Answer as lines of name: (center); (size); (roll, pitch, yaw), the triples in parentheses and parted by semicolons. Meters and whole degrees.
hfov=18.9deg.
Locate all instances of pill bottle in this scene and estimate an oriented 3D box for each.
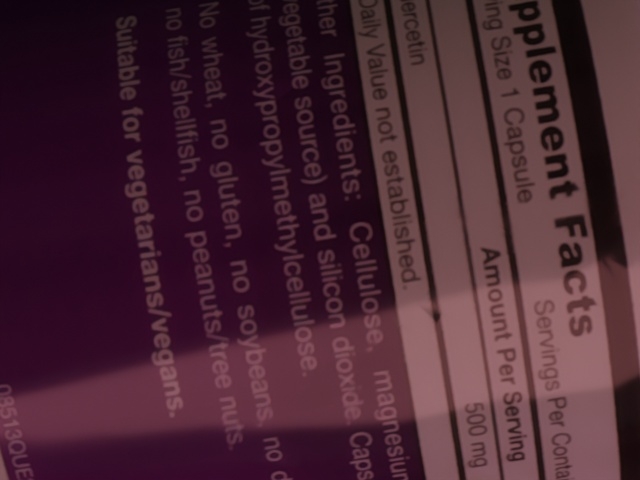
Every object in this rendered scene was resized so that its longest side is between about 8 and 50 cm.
pill bottle: (0.000, 0.000, 0.518); (0.322, 0.181, 0.182); (-10, 130, 2)
